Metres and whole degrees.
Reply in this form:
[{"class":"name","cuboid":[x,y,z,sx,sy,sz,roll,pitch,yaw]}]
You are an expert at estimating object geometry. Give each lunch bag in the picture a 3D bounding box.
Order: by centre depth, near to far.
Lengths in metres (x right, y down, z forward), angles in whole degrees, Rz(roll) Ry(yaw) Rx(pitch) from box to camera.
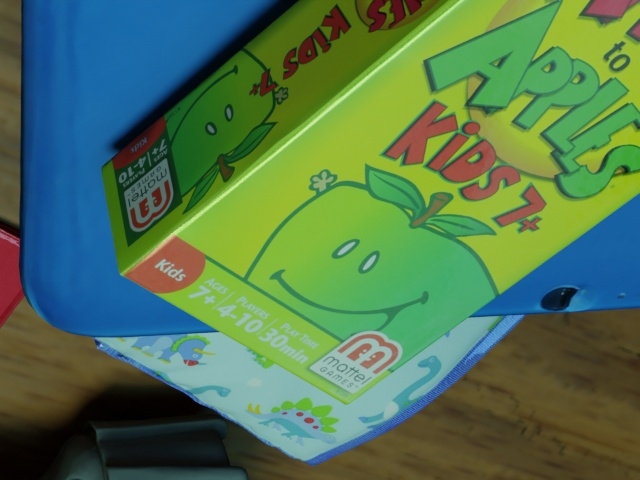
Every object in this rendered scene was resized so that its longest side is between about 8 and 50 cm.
[{"class":"lunch bag","cuboid":[0.000,0.000,0.573,0.129,0.096,0.151,35,99,-32]}]

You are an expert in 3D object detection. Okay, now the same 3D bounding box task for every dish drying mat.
[{"class":"dish drying mat","cuboid":[-0.136,0.028,0.611,0.032,0.008,0.083,27,114,-30]}]

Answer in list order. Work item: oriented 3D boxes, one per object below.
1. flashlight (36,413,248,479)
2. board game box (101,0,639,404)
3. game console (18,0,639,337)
[{"class":"flashlight","cuboid":[-0.179,0.114,0.605,0.304,0.103,0.103,-4,138,-21]},{"class":"board game box","cuboid":[0.040,-0.038,0.410,0.181,0.043,0.092,-38,132,21]},{"class":"game console","cuboid":[0.053,-0.119,0.479,0.293,0.250,0.173,-2,161,-15]}]
